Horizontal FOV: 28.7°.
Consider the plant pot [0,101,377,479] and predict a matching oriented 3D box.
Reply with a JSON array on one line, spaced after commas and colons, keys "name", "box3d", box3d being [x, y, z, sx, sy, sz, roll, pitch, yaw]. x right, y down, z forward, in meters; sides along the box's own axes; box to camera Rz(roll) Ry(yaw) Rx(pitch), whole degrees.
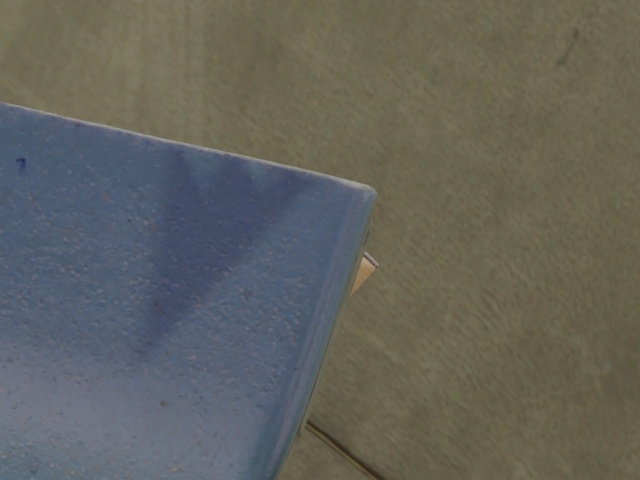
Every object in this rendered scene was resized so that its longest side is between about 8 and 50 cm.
[{"name": "plant pot", "box3d": [-0.117, 0.076, 0.737, 0.248, 0.247, 0.252, 13, 86, 3]}]

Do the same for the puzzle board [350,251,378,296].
[{"name": "puzzle board", "box3d": [0.000, 0.000, 1.326, 0.128, 0.096, 0.011, 45, 61, 4]}]
